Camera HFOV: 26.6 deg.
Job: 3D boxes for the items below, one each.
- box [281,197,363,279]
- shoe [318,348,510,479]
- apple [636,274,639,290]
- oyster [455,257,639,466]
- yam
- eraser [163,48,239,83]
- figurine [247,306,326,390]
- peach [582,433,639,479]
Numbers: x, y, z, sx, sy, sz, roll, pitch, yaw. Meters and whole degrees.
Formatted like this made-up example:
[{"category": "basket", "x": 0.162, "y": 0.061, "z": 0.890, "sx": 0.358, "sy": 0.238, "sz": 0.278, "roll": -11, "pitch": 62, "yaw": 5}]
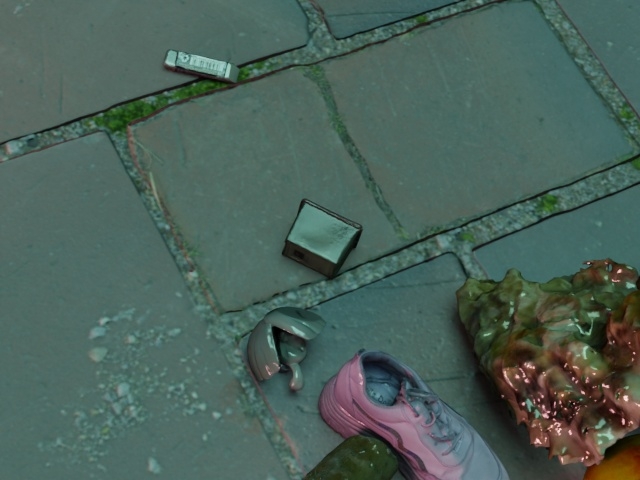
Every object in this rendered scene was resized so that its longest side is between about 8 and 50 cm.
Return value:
[{"category": "box", "x": 0.000, "y": 0.000, "z": 1.664, "sx": 0.085, "sy": 0.060, "sz": 0.063, "roll": 26, "pitch": 63, "yaw": 3}, {"category": "shoe", "x": 0.115, "y": 0.210, "z": 1.516, "sx": 0.245, "sy": 0.137, "sz": 0.095, "roll": 33, "pitch": 64, "yaw": 9}, {"category": "apple", "x": 0.476, "y": 0.107, "z": 1.583, "sx": 0.260, "sy": 0.260, "sz": 0.216, "roll": -33, "pitch": 62, "yaw": -26}, {"category": "oyster", "x": 0.268, "y": 0.118, "z": 1.518, "sx": 0.115, "sy": 0.351, "sz": 0.238, "roll": 23, "pitch": 97, "yaw": -33}, {"category": "yam", "x": 0.004, "y": 0.288, "z": 1.484, "sx": 0.078, "sy": 0.078, "sz": 0.179, "roll": 41, "pitch": 61, "yaw": 13}, {"category": "eraser", "x": -0.157, "y": -0.230, "z": 1.791, "sx": 0.099, "sy": 0.019, "sz": 0.027, "roll": 11, "pitch": 73, "yaw": -4}, {"category": "figurine", "x": -0.044, "y": 0.122, "z": 1.576, "sx": 0.082, "sy": 0.086, "sz": 0.094, "roll": 8, "pitch": 15, "yaw": -23}, {"category": "peach", "x": 0.375, "y": 0.307, "z": 1.475, "sx": 0.192, "sy": 0.190, "sz": 0.190, "roll": 11, "pitch": 56, "yaw": 17}]
